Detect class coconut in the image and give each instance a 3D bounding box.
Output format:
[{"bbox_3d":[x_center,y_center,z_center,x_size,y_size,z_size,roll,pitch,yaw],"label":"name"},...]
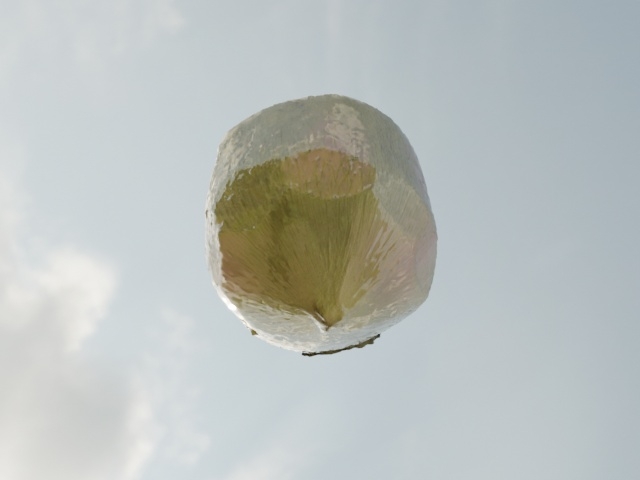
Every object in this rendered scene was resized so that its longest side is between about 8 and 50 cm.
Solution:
[{"bbox_3d":[0.000,0.000,0.787,0.110,0.124,0.110,0,-52,1],"label":"coconut"}]
